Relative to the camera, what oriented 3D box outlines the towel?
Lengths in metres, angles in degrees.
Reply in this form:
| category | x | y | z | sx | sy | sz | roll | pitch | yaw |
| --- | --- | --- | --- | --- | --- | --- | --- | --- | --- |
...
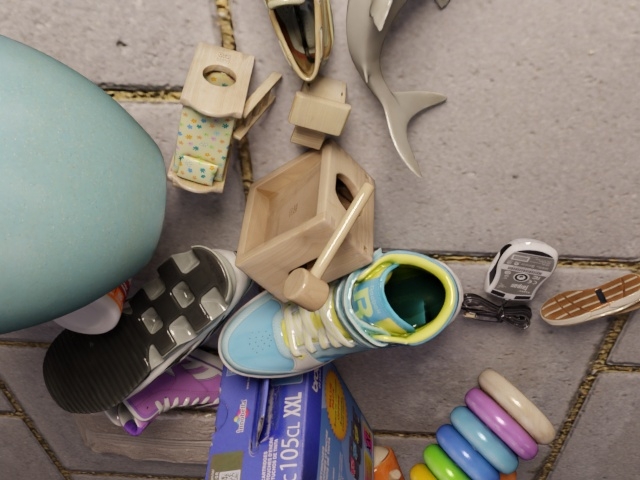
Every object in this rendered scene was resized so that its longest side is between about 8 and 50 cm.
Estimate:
| category | x | y | z | sx | sy | sz | roll | pitch | yaw |
| --- | --- | --- | --- | --- | --- | --- | --- | --- | --- |
| towel | -0.304 | 0.345 | 1.283 | 0.282 | 0.049 | 0.187 | 4 | 139 | 1 |

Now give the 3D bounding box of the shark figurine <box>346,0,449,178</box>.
| category | x | y | z | sx | sy | sz | roll | pitch | yaw |
| --- | --- | --- | --- | --- | --- | --- | --- | --- | --- |
| shark figurine | 0.061 | -0.187 | 0.603 | 0.166 | 0.116 | 0.278 | 11 | 136 | -4 |

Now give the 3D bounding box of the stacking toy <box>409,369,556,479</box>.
| category | x | y | z | sx | sy | sz | roll | pitch | yaw |
| --- | --- | --- | --- | --- | --- | --- | --- | --- | --- |
| stacking toy | 0.189 | 0.353 | 1.053 | 0.330 | 0.141 | 0.141 | -45 | 127 | -2 |

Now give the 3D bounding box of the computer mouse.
| category | x | y | z | sx | sy | sz | roll | pitch | yaw |
| --- | --- | --- | --- | --- | --- | --- | --- | --- | --- |
| computer mouse | 0.248 | 0.048 | 0.901 | 0.105 | 0.042 | 0.193 | 12 | 144 | 0 |

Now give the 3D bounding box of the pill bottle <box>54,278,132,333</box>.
| category | x | y | z | sx | sy | sz | roll | pitch | yaw |
| --- | --- | --- | --- | --- | --- | --- | --- | --- | --- |
| pill bottle | -0.265 | 0.028 | 0.844 | 0.086 | 0.152 | 0.086 | 3 | 138 | 2 |

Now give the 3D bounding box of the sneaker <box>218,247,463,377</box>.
| category | x | y | z | sx | sy | sz | roll | pitch | yaw |
| --- | --- | --- | --- | --- | --- | --- | --- | --- | --- |
| sneaker | 0.013 | 0.085 | 0.823 | 0.318 | 0.127 | 0.208 | -19 | 172 | 4 |

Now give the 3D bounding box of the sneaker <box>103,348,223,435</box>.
| category | x | y | z | sx | sy | sz | roll | pitch | yaw |
| --- | --- | --- | --- | --- | --- | --- | --- | --- | --- |
| sneaker | -0.230 | 0.236 | 1.066 | 0.102 | 0.161 | 0.282 | -27 | 129 | 36 |

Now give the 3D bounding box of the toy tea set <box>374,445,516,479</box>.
| category | x | y | z | sx | sy | sz | roll | pitch | yaw |
| --- | --- | --- | --- | --- | --- | --- | --- | --- | --- |
| toy tea set | 0.169 | 0.388 | 1.214 | 0.336 | 0.200 | 0.124 | -30 | 93 | 15 |

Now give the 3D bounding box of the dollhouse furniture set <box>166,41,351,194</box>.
| category | x | y | z | sx | sy | sz | roll | pitch | yaw |
| --- | --- | --- | --- | --- | --- | --- | --- | --- | --- |
| dollhouse furniture set | -0.071 | -0.084 | 0.737 | 0.160 | 0.101 | 0.182 | 13 | 138 | -9 |

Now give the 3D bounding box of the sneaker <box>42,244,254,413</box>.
| category | x | y | z | sx | sy | sz | roll | pitch | yaw |
| --- | --- | --- | --- | --- | --- | --- | --- | --- | --- |
| sneaker | -0.214 | 0.121 | 0.929 | 0.330 | 0.123 | 0.146 | -32 | 171 | 18 |

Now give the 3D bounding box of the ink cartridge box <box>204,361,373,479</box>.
| category | x | y | z | sx | sy | sz | roll | pitch | yaw |
| --- | --- | --- | --- | --- | --- | --- | --- | --- | --- |
| ink cartridge box | -0.042 | 0.319 | 1.060 | 0.151 | 0.270 | 0.396 | -12 | 136 | 17 |

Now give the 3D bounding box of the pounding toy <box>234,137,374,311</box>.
| category | x | y | z | sx | sy | sz | roll | pitch | yaw |
| --- | --- | --- | --- | --- | --- | --- | --- | --- | --- |
| pounding toy | 0.007 | 0.001 | 0.745 | 0.181 | 0.206 | 0.094 | -27 | 130 | 31 |

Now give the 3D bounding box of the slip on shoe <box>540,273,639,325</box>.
| category | x | y | z | sx | sy | sz | roll | pitch | yaw |
| --- | --- | --- | --- | --- | --- | --- | --- | --- | --- |
| slip on shoe | 0.359 | 0.085 | 0.924 | 0.135 | 0.051 | 0.041 | -25 | 128 | 19 |

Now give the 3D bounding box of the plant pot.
| category | x | y | z | sx | sy | sz | roll | pitch | yaw |
| --- | --- | --- | --- | --- | --- | --- | --- | --- | --- |
| plant pot | -0.268 | -0.046 | 0.698 | 0.195 | 0.290 | 0.290 | 5 | 143 | -32 |

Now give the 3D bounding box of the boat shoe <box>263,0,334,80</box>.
| category | x | y | z | sx | sy | sz | roll | pitch | yaw |
| --- | --- | --- | --- | --- | --- | --- | --- | --- | --- |
| boat shoe | -0.026 | -0.222 | 0.598 | 0.068 | 0.072 | 0.190 | -9 | 136 | 16 |
